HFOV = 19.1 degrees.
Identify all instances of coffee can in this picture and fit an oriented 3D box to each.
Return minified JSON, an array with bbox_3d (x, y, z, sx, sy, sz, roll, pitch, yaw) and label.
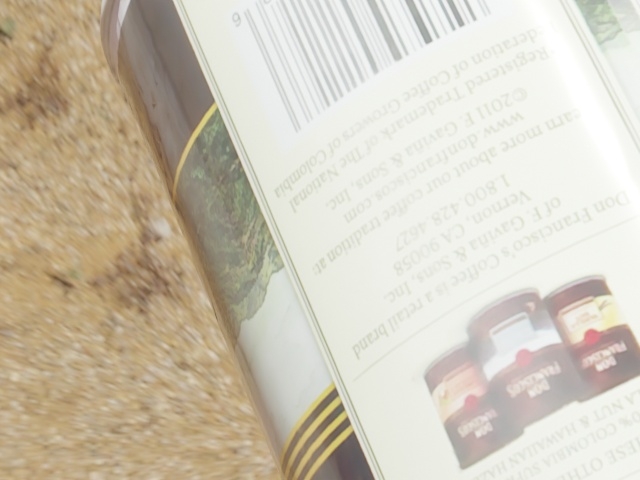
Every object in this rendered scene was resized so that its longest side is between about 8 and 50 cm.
[{"bbox_3d":[0.076,0.022,0.535,0.201,0.201,0.275,-22,67,-3],"label":"coffee can"}]
